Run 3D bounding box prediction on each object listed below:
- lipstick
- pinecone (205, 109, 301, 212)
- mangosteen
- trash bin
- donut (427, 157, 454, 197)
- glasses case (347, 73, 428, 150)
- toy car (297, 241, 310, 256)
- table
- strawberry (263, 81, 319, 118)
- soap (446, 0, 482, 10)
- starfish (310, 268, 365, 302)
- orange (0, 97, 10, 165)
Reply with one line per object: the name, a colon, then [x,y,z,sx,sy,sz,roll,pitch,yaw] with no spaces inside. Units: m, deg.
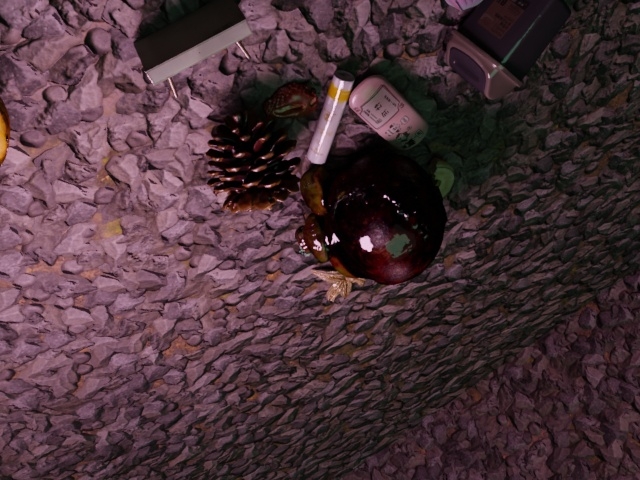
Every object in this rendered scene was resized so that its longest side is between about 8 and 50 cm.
lipstick: [0.025,-0.322,1.866,0.059,0.059,0.264,-4,136,-28]
pinecone: [-0.165,-0.201,1.745,0.264,0.264,0.264,-17,140,-15]
mangosteen: [0.147,-0.074,2.002,0.381,0.421,0.381,-42,140,-49]
trash bin: [0.472,-0.524,1.801,0.182,0.209,0.290,17,118,-50]
donut: [0.361,-0.187,2.209,0.108,0.065,0.166,0,132,-31]
glasses case: [0.189,-0.345,1.925,0.122,0.075,0.314,-44,139,13]
toy car: [0.000,0.000,2.207,0.143,0.054,0.073,-14,140,-24]
table: [-0.266,-0.415,1.540,0.240,0.122,0.111,-28,141,0]
strawberry: [-0.070,-0.348,1.791,0.152,0.048,0.104,-27,138,-8]
soap: [0.372,-0.635,1.738,0.149,0.056,0.100,-39,138,12]
starfish: [0.068,0.126,2.379,0.216,0.071,0.238,-12,132,-28]
orange: [-0.757,-0.223,1.356,0.310,0.274,0.274,4,154,31]
